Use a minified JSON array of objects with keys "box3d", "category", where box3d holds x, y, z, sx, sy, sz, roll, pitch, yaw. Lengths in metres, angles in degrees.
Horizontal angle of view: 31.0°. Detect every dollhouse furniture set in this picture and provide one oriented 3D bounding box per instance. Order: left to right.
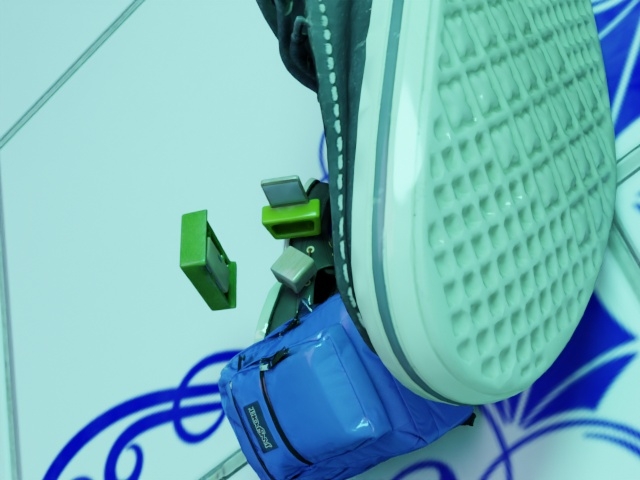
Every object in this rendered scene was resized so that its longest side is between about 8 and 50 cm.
[{"box3d":[0.000,0.000,0.666,0.151,0.059,0.076,-8,56,10],"category":"dollhouse furniture set"}]

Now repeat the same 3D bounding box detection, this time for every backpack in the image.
[{"box3d":[0.000,0.081,0.621,0.120,0.101,0.098,-30,77,39],"category":"backpack"}]

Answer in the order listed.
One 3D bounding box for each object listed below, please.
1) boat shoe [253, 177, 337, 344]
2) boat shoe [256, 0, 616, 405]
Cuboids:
[{"box3d":[-0.006,0.020,0.723,0.042,0.049,0.133,6,59,14],"category":"boat shoe"},{"box3d":[0.050,-0.124,0.638,0.156,0.187,0.500,-24,45,30],"category":"boat shoe"}]
